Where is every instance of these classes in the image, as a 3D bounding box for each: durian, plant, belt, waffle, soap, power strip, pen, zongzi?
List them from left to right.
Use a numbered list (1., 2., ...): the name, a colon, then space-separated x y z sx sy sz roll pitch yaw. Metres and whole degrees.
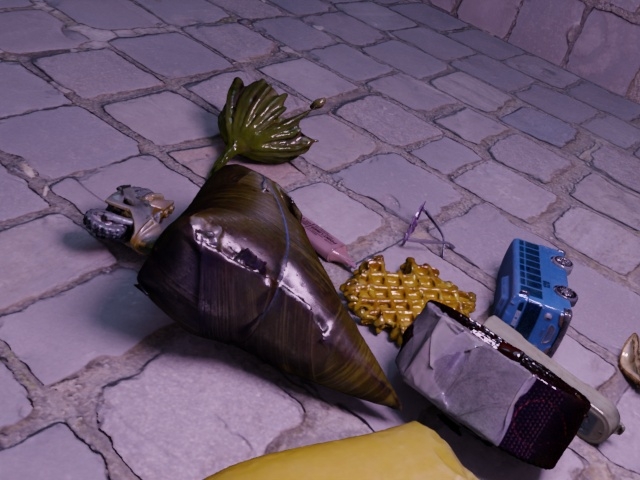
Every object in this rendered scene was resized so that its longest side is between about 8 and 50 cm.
1. plant: -0.172 -0.224 1.607 0.251 0.180 0.333 21 35 26
2. zongzi: -0.046 0.067 1.242 0.432 0.207 0.403 33 21 -8
3. pen: 0.000 0.000 1.465 0.053 0.032 0.197 -19 46 -43
4. soap: 0.021 0.362 0.861 0.428 0.115 0.306 -6 43 -30
5. waffle: 0.157 0.106 1.366 0.229 0.051 0.232 33 36 18
6. belt: 0.242 0.221 1.135 0.289 0.164 0.184 34 10 26
7. power strip: 0.365 0.231 1.248 0.286 0.080 0.048 37 43 25
8. durian: 0.578 0.224 1.367 0.052 0.066 0.130 15 42 -2

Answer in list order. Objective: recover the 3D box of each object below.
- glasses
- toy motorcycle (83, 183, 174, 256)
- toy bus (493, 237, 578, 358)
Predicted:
1. glasses: 0.234 -0.014 1.567 0.104 0.062 0.140 26 35 11
2. toy motorcycle: -0.317 -0.036 1.330 0.130 0.094 0.229 24 20 3
3. toy bus: 0.395 0.103 1.419 0.134 0.116 0.234 19 31 4
